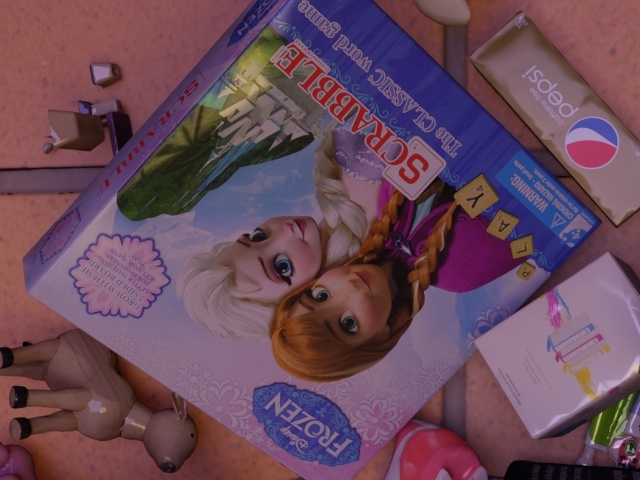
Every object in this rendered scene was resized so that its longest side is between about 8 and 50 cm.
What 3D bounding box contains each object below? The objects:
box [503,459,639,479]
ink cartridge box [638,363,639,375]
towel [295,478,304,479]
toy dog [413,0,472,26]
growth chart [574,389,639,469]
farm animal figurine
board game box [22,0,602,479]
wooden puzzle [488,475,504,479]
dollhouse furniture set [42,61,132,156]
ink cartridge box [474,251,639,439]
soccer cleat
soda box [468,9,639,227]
[{"bbox_3d":[0.340,0.419,0.783,0.472,0.297,0.480,2,92,14],"label":"box"},{"bbox_3d":[0.414,0.040,0.814,0.307,0.072,0.303,28,53,12],"label":"ink cartridge box"},{"bbox_3d":[-0.008,0.233,1.022,0.083,0.009,0.060,-20,83,11],"label":"towel"},{"bbox_3d":[0.062,-0.362,0.888,0.408,0.284,0.395,-22,81,13],"label":"toy dog"},{"bbox_3d":[0.336,0.128,0.940,0.237,0.021,0.172,12,90,12],"label":"growth chart"},{"bbox_3d":[-0.154,0.240,0.968,0.327,0.172,0.330,-2,87,54],"label":"farm animal figurine"},{"bbox_3d":[0.000,0.000,0.909,0.319,0.066,0.318,38,99,-26],"label":"board game box"},{"bbox_3d":[0.140,0.221,0.989,0.083,0.006,0.049,5,89,14],"label":"wooden puzzle"},{"bbox_3d":[-0.227,-0.109,1.030,0.081,0.114,0.091,-11,88,17],"label":"dollhouse furniture set"},{"bbox_3d":[0.210,0.078,0.916,0.143,0.092,0.090,-36,70,15],"label":"ink cartridge box"},{"bbox_3d":[0.072,0.268,0.977,0.083,0.095,0.248,5,105,-27],"label":"soccer cleat"},{"bbox_3d":[0.200,-0.096,0.956,0.058,0.061,0.181,-42,80,10],"label":"soda box"}]
